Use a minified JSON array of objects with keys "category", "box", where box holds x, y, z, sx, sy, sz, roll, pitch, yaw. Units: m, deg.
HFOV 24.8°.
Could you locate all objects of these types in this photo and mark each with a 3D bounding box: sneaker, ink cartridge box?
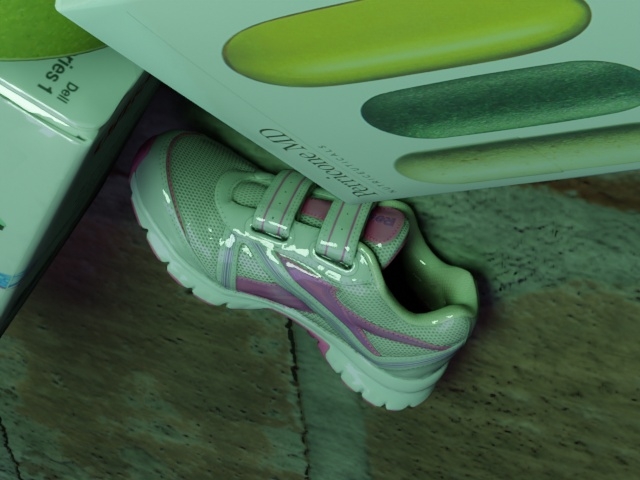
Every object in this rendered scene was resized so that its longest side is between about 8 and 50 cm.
[{"category":"sneaker","box":[0.000,0.000,0.918,0.252,0.103,0.111,32,135,-15]},{"category":"ink cartridge box","box":[-0.179,-0.069,0.853,0.117,0.201,0.278,32,138,-6]}]

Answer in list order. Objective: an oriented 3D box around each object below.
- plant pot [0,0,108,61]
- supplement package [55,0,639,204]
[{"category":"plant pot","box":[-0.144,-0.275,0.612,0.275,0.275,0.293,27,126,0]},{"category":"supplement package","box":[0.082,-0.146,0.509,0.263,0.198,0.199,-6,159,31]}]
